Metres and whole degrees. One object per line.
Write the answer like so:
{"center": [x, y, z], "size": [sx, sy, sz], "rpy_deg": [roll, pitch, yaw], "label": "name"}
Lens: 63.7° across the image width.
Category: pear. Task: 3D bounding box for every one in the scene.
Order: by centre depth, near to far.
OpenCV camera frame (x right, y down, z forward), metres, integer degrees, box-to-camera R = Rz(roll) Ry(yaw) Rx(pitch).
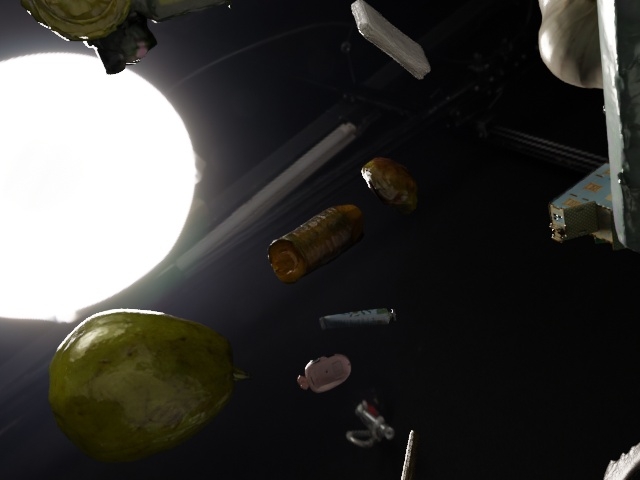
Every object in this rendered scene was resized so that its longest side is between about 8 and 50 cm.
{"center": [-0.315, 0.264, 0.968], "size": [0.374, 0.287, 0.287], "rpy_deg": [-2, -136, -8], "label": "pear"}

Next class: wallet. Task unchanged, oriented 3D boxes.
{"center": [0.134, -0.367, 0.949], "size": [0.033, 0.190, 0.095], "rpy_deg": [-36, -133, 34], "label": "wallet"}

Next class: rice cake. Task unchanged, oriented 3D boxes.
{"center": [0.187, -0.098, 0.299], "size": [0.040, 0.226, 0.085], "rpy_deg": [-2, -140, 31], "label": "rice cake"}

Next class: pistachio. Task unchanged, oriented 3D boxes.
{"center": [0.105, -0.080, 0.710], "size": [0.049, 0.090, 0.173], "rpy_deg": [-35, -177, 17], "label": "pistachio"}

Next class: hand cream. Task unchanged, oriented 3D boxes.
{"center": [0.126, 0.268, 1.739], "size": [0.255, 0.088, 0.055], "rpy_deg": [-8, -123, 2], "label": "hand cream"}

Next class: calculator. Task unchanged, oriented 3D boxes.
{"center": [0.013, 0.394, 1.524], "size": [0.165, 0.103, 0.024], "rpy_deg": [-21, -168, -12], "label": "calculator"}

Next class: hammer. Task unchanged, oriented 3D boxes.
{"center": [0.191, 0.601, 1.194], "size": [0.043, 0.111, 0.365], "rpy_deg": [-26, -159, 32], "label": "hammer"}

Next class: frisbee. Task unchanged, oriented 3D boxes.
{"center": [0.385, 0.221, 0.601], "size": [0.012, 0.211, 0.188], "rpy_deg": [19, -111, 15], "label": "frisbee"}

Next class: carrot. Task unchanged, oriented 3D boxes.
{"center": [0.000, 0.000, 0.837], "size": [0.082, 0.082, 0.173], "rpy_deg": [23, -138, 37], "label": "carrot"}

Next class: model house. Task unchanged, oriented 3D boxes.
{"center": [0.776, -0.071, 1.371], "size": [0.271, 0.178, 0.206], "rpy_deg": [-31, -149, -14], "label": "model house"}

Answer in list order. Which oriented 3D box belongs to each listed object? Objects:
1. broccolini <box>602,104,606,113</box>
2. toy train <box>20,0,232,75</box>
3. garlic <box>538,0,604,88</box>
{"center": [0.482, -0.268, 0.788], "size": [0.054, 0.194, 0.052], "rpy_deg": [-14, -154, -32], "label": "broccolini"}
{"center": [-0.180, -0.281, 0.425], "size": [0.177, 0.261, 0.134], "rpy_deg": [-21, -148, -11], "label": "toy train"}
{"center": [0.332, -0.253, 0.464], "size": [0.253, 0.245, 0.245], "rpy_deg": [-21, -143, -36], "label": "garlic"}
